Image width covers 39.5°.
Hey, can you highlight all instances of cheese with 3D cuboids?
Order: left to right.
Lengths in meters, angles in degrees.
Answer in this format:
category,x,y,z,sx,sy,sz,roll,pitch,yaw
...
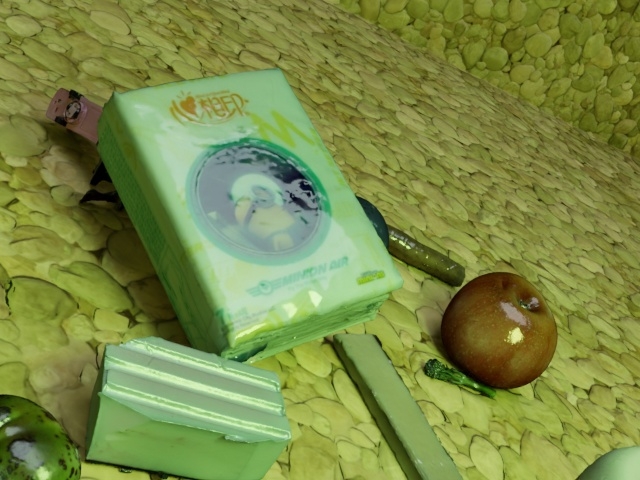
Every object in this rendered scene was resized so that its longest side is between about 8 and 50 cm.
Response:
category,x,y,z,sx,sy,sz,roll,pitch,yaw
cheese,0.128,0.277,1.234,0.085,0.034,0.400,4,38,-37

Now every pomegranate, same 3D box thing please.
category,x,y,z,sx,sy,sz,roll,pitch,yaw
pomegranate,-0.274,0.200,0.814,0.138,0.125,0.163,28,23,19

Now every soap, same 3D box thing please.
category,x,y,z,sx,sy,sz,roll,pitch,yaw
soap,-0.154,0.193,1.000,0.231,0.091,0.145,20,26,-24

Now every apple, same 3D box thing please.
category,x,y,z,sx,sy,sz,roll,pitch,yaw
apple,0.305,0.146,1.500,0.201,0.162,0.201,27,25,-14

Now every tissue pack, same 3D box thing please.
category,x,y,z,sx,sy,sz,roll,pitch,yaw
tissue pack,-0.101,-0.037,1.220,0.287,0.162,0.388,-16,67,-33

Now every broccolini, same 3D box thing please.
category,x,y,z,sx,sy,sz,roll,pitch,yaw
broccolini,0.225,0.225,1.442,0.140,0.030,0.035,25,-9,-25

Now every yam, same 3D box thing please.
category,x,y,z,sx,sy,sz,roll,pitch,yaw
yam,0.170,0.020,1.691,0.241,0.056,0.056,28,27,-15

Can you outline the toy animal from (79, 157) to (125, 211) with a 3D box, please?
category,x,y,z,sx,sy,sz,roll,pitch,yaw
toy animal,-0.275,-0.076,1.367,0.203,0.070,0.105,15,45,-37

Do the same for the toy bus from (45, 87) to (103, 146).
category,x,y,z,sx,sy,sz,roll,pitch,yaw
toy bus,-0.334,-0.173,1.374,0.203,0.063,0.090,27,-1,32

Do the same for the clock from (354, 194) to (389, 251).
category,x,y,z,sx,sy,sz,roll,pitch,yaw
clock,0.000,0.000,1.442,0.243,0.146,0.199,2,38,-35

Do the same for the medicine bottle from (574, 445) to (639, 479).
category,x,y,z,sx,sy,sz,roll,pitch,yaw
medicine bottle,0.289,0.394,0.887,0.256,0.324,0.256,25,29,-15
